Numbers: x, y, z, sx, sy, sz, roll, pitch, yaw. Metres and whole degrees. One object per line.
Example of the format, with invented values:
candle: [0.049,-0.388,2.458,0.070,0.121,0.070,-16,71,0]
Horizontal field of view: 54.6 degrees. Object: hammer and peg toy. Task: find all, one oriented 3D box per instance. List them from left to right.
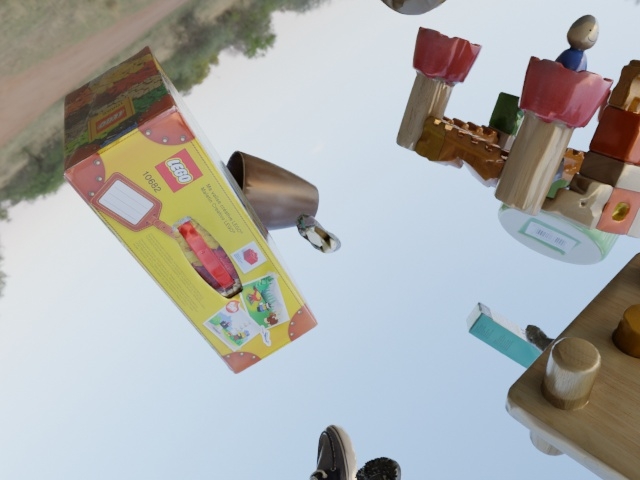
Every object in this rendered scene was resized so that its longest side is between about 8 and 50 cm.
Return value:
hammer and peg toy: [0.359,0.153,0.470,0.266,0.127,0.361,-33,-132,-30]

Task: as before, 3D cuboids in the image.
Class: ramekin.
ramekin: [0.585,-0.067,1.508,0.148,0.303,0.303,-60,-155,-12]

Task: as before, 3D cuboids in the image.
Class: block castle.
block castle: [0.358,-0.156,0.810,0.303,0.454,0.212,47,-56,55]

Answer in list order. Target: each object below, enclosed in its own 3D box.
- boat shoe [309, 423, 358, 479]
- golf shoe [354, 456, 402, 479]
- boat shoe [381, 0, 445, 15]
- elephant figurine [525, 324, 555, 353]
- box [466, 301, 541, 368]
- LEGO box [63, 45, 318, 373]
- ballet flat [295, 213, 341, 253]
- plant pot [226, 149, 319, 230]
boat shoe: [0.000,0.593,1.463,0.340,0.158,0.127,-101,-149,-42]
golf shoe: [0.098,0.414,0.990,0.077,0.094,0.198,56,-45,46]
boat shoe: [0.017,-0.326,0.442,0.110,0.341,0.122,-36,-174,-22]
elephant figurine: [0.508,0.246,1.138,0.170,0.185,0.239,-16,-175,1]
box: [0.470,0.247,1.482,0.060,0.244,0.100,-59,177,15]
LEGO box: [-0.242,-0.057,1.153,0.193,0.500,0.372,-32,-143,-2]
ballet flat: [0.000,0.000,0.993,0.041,0.114,0.041,-19,-127,27]
plant pot: [-0.129,-0.111,1.644,0.215,0.231,0.215,-172,-90,-65]
